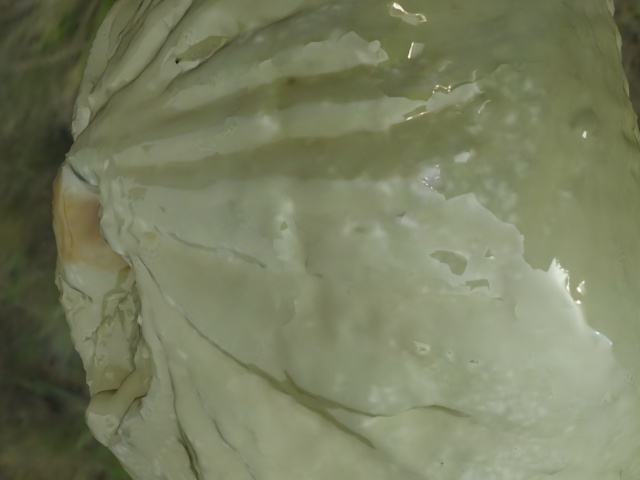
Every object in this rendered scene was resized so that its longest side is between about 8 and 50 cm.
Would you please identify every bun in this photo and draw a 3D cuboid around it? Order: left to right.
[{"bbox_3d":[0.000,0.000,0.819,0.227,0.352,0.349,-6,126,-14],"label":"bun"}]
